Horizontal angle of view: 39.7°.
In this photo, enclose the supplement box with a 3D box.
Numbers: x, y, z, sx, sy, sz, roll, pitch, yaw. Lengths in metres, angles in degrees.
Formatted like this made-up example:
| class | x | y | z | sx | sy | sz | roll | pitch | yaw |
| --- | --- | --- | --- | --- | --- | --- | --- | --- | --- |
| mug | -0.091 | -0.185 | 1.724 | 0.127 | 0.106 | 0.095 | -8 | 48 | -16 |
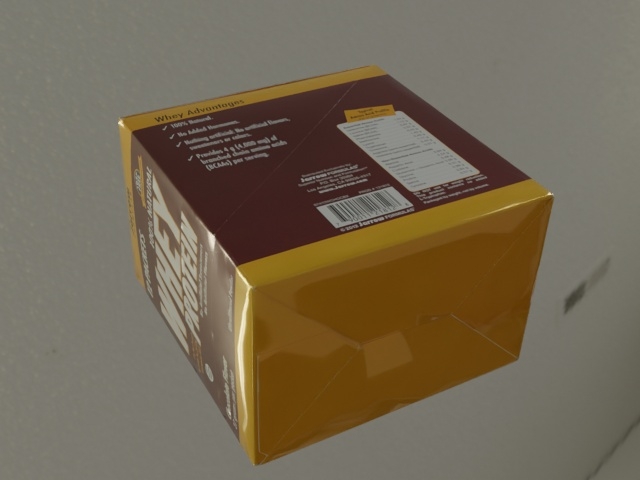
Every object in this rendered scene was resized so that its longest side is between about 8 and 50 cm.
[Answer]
| class | x | y | z | sx | sy | sz | roll | pitch | yaw |
| --- | --- | --- | --- | --- | --- | --- | --- | --- | --- |
| supplement box | 0.000 | 0.000 | 0.558 | 0.191 | 0.194 | 0.129 | -17 | -51 | -24 |
